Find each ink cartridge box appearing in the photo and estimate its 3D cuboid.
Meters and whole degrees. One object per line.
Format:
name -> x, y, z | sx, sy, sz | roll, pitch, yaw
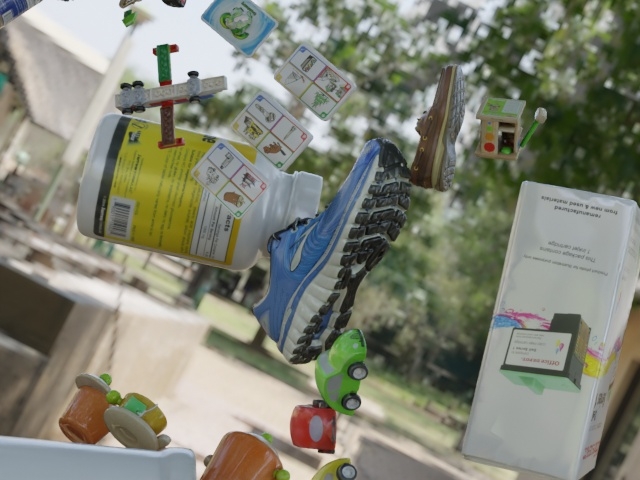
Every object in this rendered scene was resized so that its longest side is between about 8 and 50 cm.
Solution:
ink cartridge box -> 0.244, 0.095, 1.346 | 0.117, 0.278, 0.201 | 13, -1, 18

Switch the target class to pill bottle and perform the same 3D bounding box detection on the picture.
pill bottle -> -0.173, -0.062, 1.936 | 0.334, 0.188, 0.188 | 13, -3, -3
pill bottle -> -0.405, -0.333, 1.750 | 0.067, 0.120, 0.067 | 40, -25, 23

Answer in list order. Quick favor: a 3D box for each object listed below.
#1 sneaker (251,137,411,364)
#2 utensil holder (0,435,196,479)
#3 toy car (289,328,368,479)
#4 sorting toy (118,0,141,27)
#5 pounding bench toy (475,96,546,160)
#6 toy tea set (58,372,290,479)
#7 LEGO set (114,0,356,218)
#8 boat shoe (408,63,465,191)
sneaker -> 0.000, 0.000, 1.791 | 0.147, 0.330, 0.130 | 38, 16, 28
utensil holder -> -0.351, 0.375, 1.471 | 0.385, 0.327, 0.327 | 8, -1, -8
toy car -> 0.009, 0.199, 1.511 | 0.053, 0.225, 0.239 | 3, 29, -12
sorting toy -> -0.192, -0.259, 1.387 | 0.012, 0.083, 0.062 | 28, -10, -26
pounding bench toy -> 0.236, -0.133, 1.630 | 0.083, 0.065, 0.052 | 7, 34, 16
toy tea set -> -0.190, 0.270, 1.778 | 0.336, 0.124, 0.200 | 36, -36, 4
LEGO set -> -0.103, -0.160, 1.381 | 0.244, 0.182, 0.060 | 41, 2, 19
boat shoe -> 0.156, -0.155, 1.797 | 0.060, 0.178, 0.064 | 8, -8, 23
